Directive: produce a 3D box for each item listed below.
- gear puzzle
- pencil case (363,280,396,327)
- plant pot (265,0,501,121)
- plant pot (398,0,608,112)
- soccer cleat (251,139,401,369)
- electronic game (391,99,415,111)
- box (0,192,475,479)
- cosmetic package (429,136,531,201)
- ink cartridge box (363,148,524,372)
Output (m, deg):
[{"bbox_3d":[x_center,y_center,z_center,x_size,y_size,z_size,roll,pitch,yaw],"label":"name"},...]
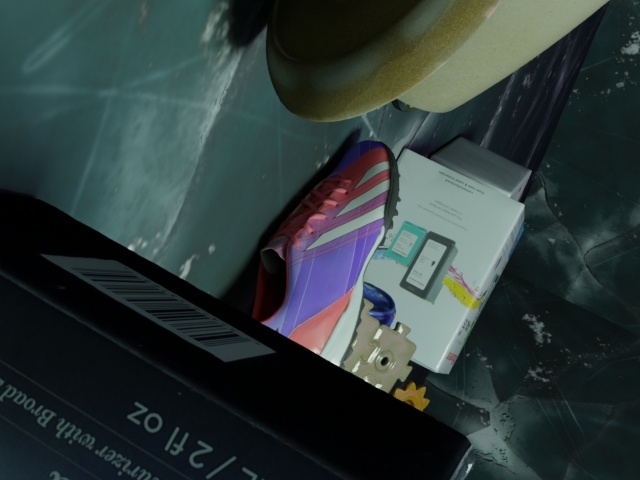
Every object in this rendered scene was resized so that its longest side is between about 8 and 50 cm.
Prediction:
[{"bbox_3d":[0.030,0.160,1.078,0.339,0.044,0.175,34,89,-38],"label":"gear puzzle"},{"bbox_3d":[-0.007,0.189,1.163,0.306,0.119,0.133,-66,171,12],"label":"pencil case"},{"bbox_3d":[0.041,-0.190,0.593,0.032,0.236,0.236,35,81,-36],"label":"plant pot"},{"bbox_3d":[0.147,-0.255,0.765,0.256,0.256,0.274,-43,170,-51],"label":"plant pot"},{"bbox_3d":[0.000,0.000,0.929,0.108,0.116,0.318,-32,-147,52],"label":"soccer cleat"},{"bbox_3d":[0.143,-0.263,1.038,0.229,0.048,0.229,-54,162,-26],"label":"electronic game"},{"bbox_3d":[-0.129,0.163,0.403,0.294,0.296,0.183,-64,165,4],"label":"box"},{"bbox_3d":[0.260,-0.073,1.527,0.183,0.151,0.151,-35,150,-59],"label":"cosmetic package"},{"bbox_3d":[0.162,0.041,1.315,0.270,0.197,0.198,-62,164,-2],"label":"ink cartridge box"}]
